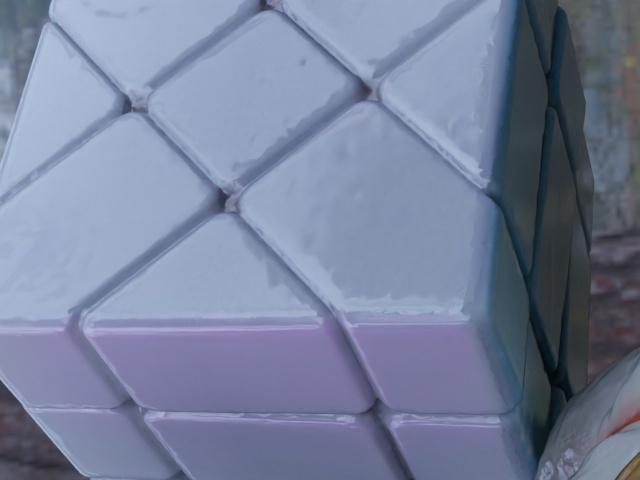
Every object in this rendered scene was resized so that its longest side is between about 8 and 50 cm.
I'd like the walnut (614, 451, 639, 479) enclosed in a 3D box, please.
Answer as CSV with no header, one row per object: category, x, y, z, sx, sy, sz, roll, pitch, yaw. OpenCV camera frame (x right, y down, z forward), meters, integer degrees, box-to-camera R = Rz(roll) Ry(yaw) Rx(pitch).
walnut,0.193,0.140,0.553,0.193,0.225,0.193,180,90,-73

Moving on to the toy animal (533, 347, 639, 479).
toy animal,0.257,0.127,0.803,0.188,0.308,0.266,6,-76,-69

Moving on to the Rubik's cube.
Rubik's cube,0.000,0.000,1.037,0.316,0.318,0.322,65,-151,-51
